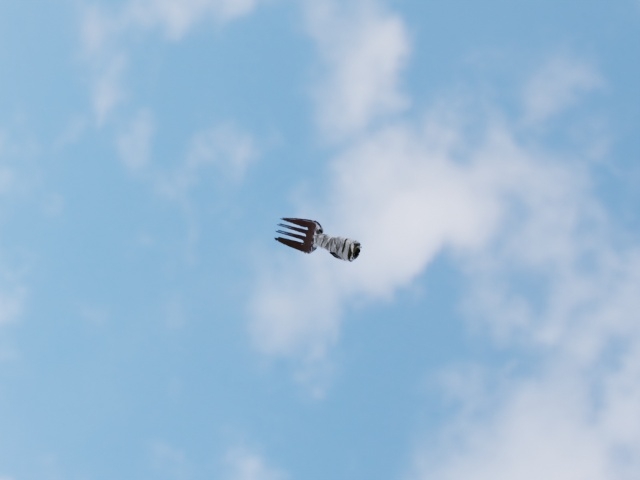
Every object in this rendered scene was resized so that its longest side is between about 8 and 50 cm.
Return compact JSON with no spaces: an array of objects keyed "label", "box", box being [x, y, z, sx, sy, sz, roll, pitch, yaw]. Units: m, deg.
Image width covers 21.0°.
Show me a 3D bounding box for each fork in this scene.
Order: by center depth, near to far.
[{"label":"fork","box":[0.001,0.001,0.752,0.115,0.012,0.016,-166,-99,-72]}]
